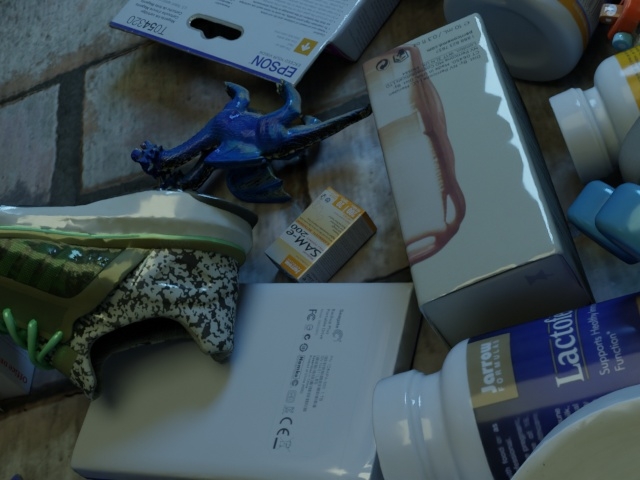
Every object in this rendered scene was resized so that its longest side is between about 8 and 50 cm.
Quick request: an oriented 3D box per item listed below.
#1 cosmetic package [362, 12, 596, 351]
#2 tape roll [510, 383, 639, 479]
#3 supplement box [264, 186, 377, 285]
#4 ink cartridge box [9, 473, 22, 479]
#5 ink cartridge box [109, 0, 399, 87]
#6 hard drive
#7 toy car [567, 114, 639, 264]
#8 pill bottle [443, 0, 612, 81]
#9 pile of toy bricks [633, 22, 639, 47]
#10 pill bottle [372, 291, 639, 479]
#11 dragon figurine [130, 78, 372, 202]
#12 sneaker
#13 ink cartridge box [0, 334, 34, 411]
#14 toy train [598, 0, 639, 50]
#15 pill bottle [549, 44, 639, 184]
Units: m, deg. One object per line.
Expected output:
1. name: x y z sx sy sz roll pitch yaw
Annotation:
1. cosmetic package: 0.143 -0.044 1.030 0.129 0.153 0.296 -22 48 14
2. tape roll: 0.245 0.231 0.720 0.286 0.100 0.286 -1 88 18
3. supplement box: 0.000 0.000 1.149 0.098 0.036 0.062 -46 48 -9
4. ink cartridge box: -0.285 0.357 1.028 0.186 0.065 0.311 -46 47 -9
5. ink cartridge box: -0.047 -0.330 1.390 0.324 0.071 0.330 25 72 35
6. hard drive: -0.071 0.138 1.084 0.319 0.040 0.210 -1 56 27
7. toy car: 0.357 -0.034 0.861 0.238 0.210 0.219 36 94 -1
8. pill bottle: 0.251 -0.312 1.164 0.152 0.152 0.272 16 66 36
9. pile of toy bricks: 0.384 -0.261 1.104 0.105 0.118 0.212 19 53 1
10. pill bottle: 0.184 0.136 0.875 0.265 0.153 0.153 -18 51 16
11. dragon figurine: -0.070 -0.094 1.221 0.289 0.085 0.144 9 62 33
12. sneaker: -0.259 0.066 1.094 0.411 0.158 0.182 -9 69 10
13. ink cartridge box: -0.370 0.109 1.229 0.090 0.092 0.143 -12 51 20
14. toy train: 0.306 -0.274 1.084 0.046 0.125 0.166 19 71 1
15. pill bottle: 0.320 -0.127 1.017 0.208 0.117 0.117 -22 50 13
